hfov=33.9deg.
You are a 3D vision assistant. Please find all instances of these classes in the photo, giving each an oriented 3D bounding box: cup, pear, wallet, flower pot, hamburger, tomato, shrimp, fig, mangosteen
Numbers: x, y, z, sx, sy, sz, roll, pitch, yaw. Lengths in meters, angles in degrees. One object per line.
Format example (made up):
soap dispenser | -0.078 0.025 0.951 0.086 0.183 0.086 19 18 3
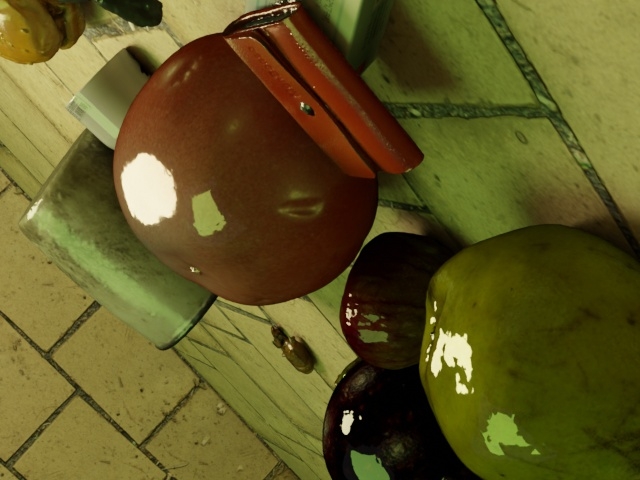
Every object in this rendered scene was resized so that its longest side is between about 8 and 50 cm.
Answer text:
cup | -0.315 -0.208 1.688 0.142 0.134 0.173 44 161 -13
pear | 0.273 0.143 1.066 0.375 0.287 0.287 26 161 4
wallet | 0.001 -0.145 1.046 0.204 0.045 0.142 47 161 -25
flower pot | -0.321 -0.018 1.796 0.330 0.293 0.294 35 164 -14
hamburger | -0.496 -0.394 1.597 0.319 0.158 0.318 39 164 13
tomato | -0.091 -0.075 1.287 0.341 0.273 0.341 38 162 14
shrimp | -0.076 0.247 2.386 0.132 0.051 0.187 34 164 24
fig | 0.165 0.066 1.368 0.290 0.190 0.190 -16 131 21
mangosteen | 0.150 0.296 1.695 0.297 0.313 0.296 7 122 11

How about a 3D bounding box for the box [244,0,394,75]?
box | 0.000 -0.248 1.005 0.135 0.079 0.269 39 163 7

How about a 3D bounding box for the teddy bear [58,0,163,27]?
teddy bear | -0.186 -0.307 1.046 0.144 0.251 0.171 24 169 48
